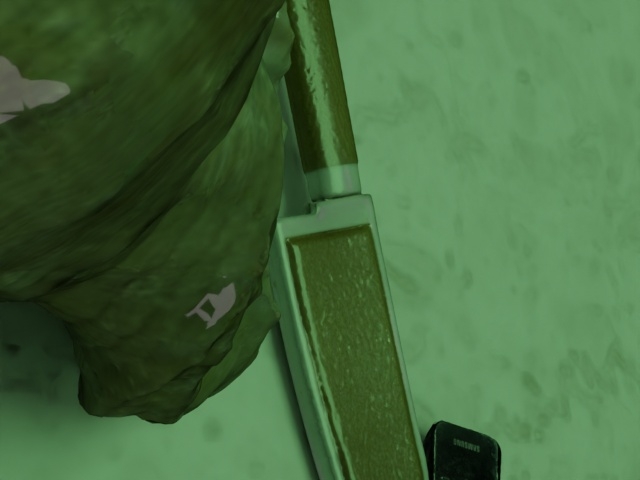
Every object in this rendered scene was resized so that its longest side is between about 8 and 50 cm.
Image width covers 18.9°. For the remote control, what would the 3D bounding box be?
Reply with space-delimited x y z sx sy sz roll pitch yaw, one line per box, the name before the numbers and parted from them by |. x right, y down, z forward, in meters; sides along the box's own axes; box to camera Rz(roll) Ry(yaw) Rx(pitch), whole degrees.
remote control | 0.045 0.110 0.653 0.039 0.014 0.096 23 61 -44

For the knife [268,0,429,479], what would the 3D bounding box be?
knife | -0.001 0.000 0.631 0.046 0.022 0.256 -9 88 -42

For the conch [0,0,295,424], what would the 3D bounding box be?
conch | -0.079 -0.088 0.449 0.186 0.324 0.263 19 57 6
